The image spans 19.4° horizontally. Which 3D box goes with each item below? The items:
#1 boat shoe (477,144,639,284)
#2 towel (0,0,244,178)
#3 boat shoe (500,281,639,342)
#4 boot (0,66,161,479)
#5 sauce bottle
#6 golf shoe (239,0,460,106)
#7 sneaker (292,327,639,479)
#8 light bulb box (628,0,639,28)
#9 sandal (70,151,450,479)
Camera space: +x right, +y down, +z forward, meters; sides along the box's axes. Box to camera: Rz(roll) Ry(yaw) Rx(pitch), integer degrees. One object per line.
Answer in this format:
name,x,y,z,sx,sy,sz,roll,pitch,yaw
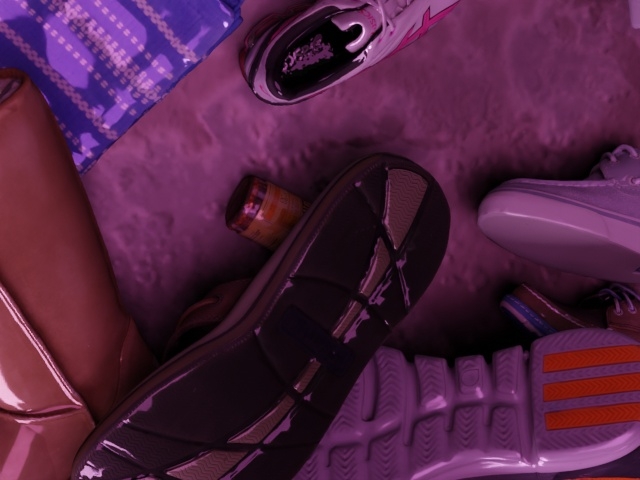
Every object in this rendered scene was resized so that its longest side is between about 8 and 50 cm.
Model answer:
boat shoe,0.212,-0.019,1.260,0.228,0.079,0.081,11,70,-17
towel,-0.239,-0.109,1.157,0.336,0.040,0.243,-44,109,5
boat shoe,0.205,0.065,1.290,0.183,0.066,0.066,29,95,-27
boot,-0.223,0.062,1.151,0.236,0.089,0.269,-39,127,-19
sauce bottle,0.000,0.000,1.237,0.128,0.042,0.042,25,101,-19
golf shoe,0.036,-0.143,1.175,0.186,0.086,0.067,-37,109,1
sneaker,0.086,0.154,1.257,0.321,0.124,0.180,-3,148,18
light bulb box,0.347,-0.326,1.074,0.358,0.225,0.361,-10,98,-8
sandal,-0.036,0.069,1.192,0.303,0.086,0.120,-46,120,-10
